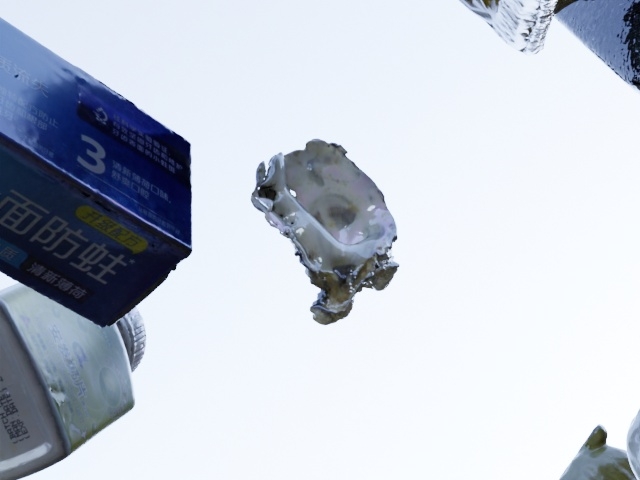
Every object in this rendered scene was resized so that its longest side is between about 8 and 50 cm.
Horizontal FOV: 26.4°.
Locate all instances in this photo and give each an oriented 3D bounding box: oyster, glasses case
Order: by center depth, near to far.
[{"bbox_3d":[0.205,-0.168,0.893,0.067,0.267,0.103,30,-72,-25],"label":"glasses case"},{"bbox_3d":[0.000,0.000,1.255,0.163,0.191,0.081,29,-51,-12],"label":"oyster"}]

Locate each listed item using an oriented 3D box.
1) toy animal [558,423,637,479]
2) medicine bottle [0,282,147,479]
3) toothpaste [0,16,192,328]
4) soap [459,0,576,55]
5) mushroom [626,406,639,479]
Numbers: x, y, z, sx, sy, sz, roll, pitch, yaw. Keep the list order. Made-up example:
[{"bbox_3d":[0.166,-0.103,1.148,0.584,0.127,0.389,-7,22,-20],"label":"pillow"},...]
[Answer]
[{"bbox_3d":[0.388,0.363,1.474,0.363,0.180,0.181,29,-44,4],"label":"toy animal"},{"bbox_3d":[-0.210,0.094,1.052,0.088,0.132,0.188,-24,3,19],"label":"medicine bottle"},{"bbox_3d":[-0.189,-0.077,0.525,0.320,0.076,0.066,33,-58,-30],"label":"toothpaste"},{"bbox_3d":[0.088,-0.195,0.717,0.080,0.160,0.257,-41,-5,2],"label":"soap"},{"bbox_3d":[0.379,0.175,0.826,0.397,0.126,0.177,31,-66,-24],"label":"mushroom"}]
